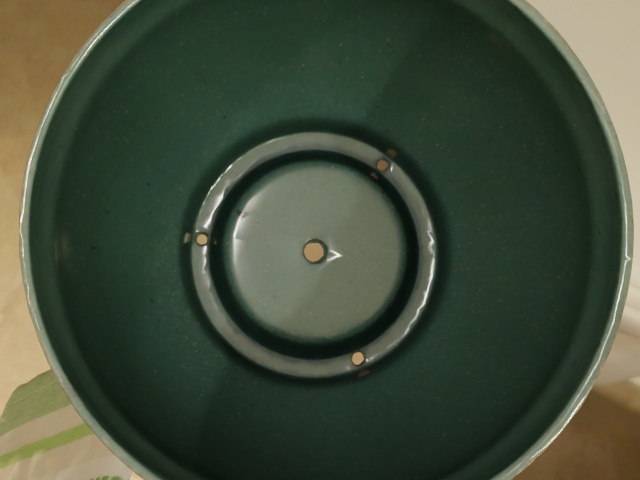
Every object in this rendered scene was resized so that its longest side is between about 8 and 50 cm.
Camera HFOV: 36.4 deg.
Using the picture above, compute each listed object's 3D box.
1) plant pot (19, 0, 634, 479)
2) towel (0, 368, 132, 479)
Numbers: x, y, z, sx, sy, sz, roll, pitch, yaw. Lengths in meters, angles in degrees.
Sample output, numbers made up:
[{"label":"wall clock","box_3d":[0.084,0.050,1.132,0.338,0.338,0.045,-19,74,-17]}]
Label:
[{"label":"plant pot","box_3d":[0.000,0.000,0.557,0.293,0.196,0.293,0,86,-3]},{"label":"towel","box_3d":[-0.201,0.222,0.648,0.038,0.248,0.325,34,51,-27]}]
